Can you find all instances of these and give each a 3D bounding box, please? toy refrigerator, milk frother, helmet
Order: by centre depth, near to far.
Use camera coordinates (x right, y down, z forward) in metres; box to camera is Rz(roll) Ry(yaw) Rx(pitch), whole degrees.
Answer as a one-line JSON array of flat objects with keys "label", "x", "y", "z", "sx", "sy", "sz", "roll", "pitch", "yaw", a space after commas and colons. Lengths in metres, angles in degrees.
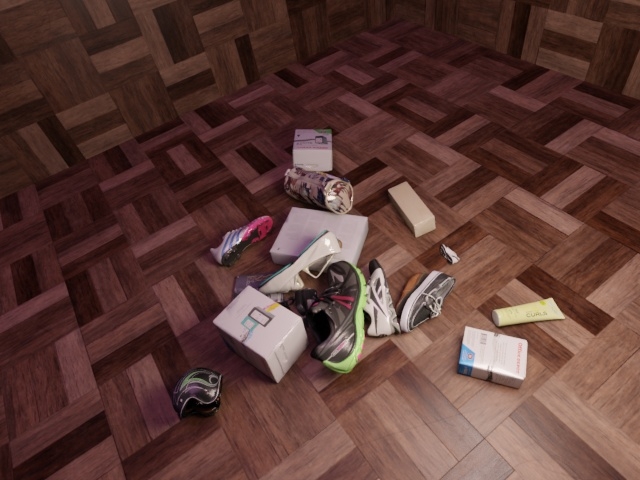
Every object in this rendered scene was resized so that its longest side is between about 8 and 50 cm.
[{"label": "helmet", "x": -0.430, "y": 0.528, "z": 1.471, "sx": 0.161, "sy": 0.170, "sz": 0.170, "roll": 5, "pitch": 47, "yaw": -6}, {"label": "milk frother", "x": -0.079, "y": 0.277, "z": 1.686, "sx": 0.143, "sy": 0.129, "sz": 0.135, "roll": -45, "pitch": 38, "yaw": 30}, {"label": "toy refrigerator", "x": 0.419, "y": -0.144, "z": 1.959, "sx": 0.102, "sy": 0.094, "sz": 0.270, "roll": -25, "pitch": 47, "yaw": -2}]

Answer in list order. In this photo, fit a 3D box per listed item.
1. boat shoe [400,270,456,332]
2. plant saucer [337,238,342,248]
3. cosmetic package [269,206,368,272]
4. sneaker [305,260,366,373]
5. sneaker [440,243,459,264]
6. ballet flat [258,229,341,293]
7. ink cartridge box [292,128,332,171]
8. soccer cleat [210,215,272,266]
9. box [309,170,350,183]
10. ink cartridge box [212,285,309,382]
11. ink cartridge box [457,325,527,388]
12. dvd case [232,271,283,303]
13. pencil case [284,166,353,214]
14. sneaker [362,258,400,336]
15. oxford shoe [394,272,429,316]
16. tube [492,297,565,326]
[{"label": "boat shoe", "x": 0.414, "y": 0.237, "z": 1.599, "sx": 0.104, "sy": 0.113, "sz": 0.306, "roll": 15, "pitch": 42, "yaw": 41}, {"label": "plant saucer", "x": 0.052, "y": 0.017, "z": 1.809, "sx": 0.083, "sy": 0.015, "sz": 0.084, "roll": -6, "pitch": 49, "yaw": 6}, {"label": "cosmetic package", "x": 0.000, "y": 0.000, "z": 1.907, "sx": 0.376, "sy": 0.098, "sz": 0.285, "roll": 9, "pitch": 49, "yaw": 19}, {"label": "sneaker", "x": 0.051, "y": 0.244, "z": 1.562, "sx": 0.202, "sy": 0.185, "sz": 0.483, "roll": 19, "pitch": 39, "yaw": -13}, {"label": "sneaker", "x": 0.546, "y": 0.057, "z": 1.791, "sx": 0.043, "sy": 0.040, "sz": 0.109, "roll": -9, "pitch": 49, "yaw": -19}, {"label": "ballet flat", "x": -0.079, "y": 0.122, "z": 1.735, "sx": 0.400, "sy": 0.139, "sz": 0.139, "roll": -40, "pitch": 49, "yaw": 6}, {"label": "ink cartridge box", "x": -0.039, "y": -0.494, "z": 2.295, "sx": 0.210, "sy": 0.122, "sz": 0.289, "roll": 0, "pitch": 36, "yaw": 0}, {"label": "soccer cleat", "x": -0.375, "y": -0.021, "z": 1.987, "sx": 0.143, "sy": 0.116, "sz": 0.331, "roll": 30, "pitch": 60, "yaw": 32}, {"label": "box", "x": 0.006, "y": -0.314, "z": 2.212, "sx": 0.323, "sy": 0.063, "sz": 0.067, "roll": 25, "pitch": 57, "yaw": 30}, {"label": "ink cartridge box", "x": -0.214, "y": 0.345, "z": 1.568, "sx": 0.269, "sy": 0.198, "sz": 0.197, "roll": 26, "pitch": 57, "yaw": 29}, {"label": "ink cartridge box", "x": 0.582, "y": 0.396, "z": 1.437, "sx": 0.202, "sy": 0.086, "sz": 0.148, "roll": 11, "pitch": 51, "yaw": 20}, {"label": "dvd case", "x": -0.264, "y": 0.209, "z": 1.824, "sx": 0.220, "sy": 0.018, "sz": 0.165, "roll": -6, "pitch": 47, "yaw": 6}, {"label": "pencil case", "x": -0.020, "y": -0.251, "z": 2.026, "sx": 0.160, "sy": 0.184, "sz": 0.410, "roll": -47, "pitch": 38, "yaw": -14}, {"label": "sneaker", "x": 0.203, "y": 0.218, "z": 1.649, "sx": 0.146, "sy": 0.123, "sz": 0.331, "roll": -13, "pitch": 51, "yaw": 6}, {"label": "oxford shoe", "x": 0.351, "y": 0.214, "z": 1.676, "sx": 0.212, "sy": 0.076, "sz": 0.076, "roll": -47, "pitch": 26, "yaw": -25}, {"label": "tube", "x": 0.754, "y": 0.264, "z": 1.545, "sx": 0.239, "sy": 0.062, "sz": 0.070, "roll": -8, "pitch": 87, "yaw": -2}]
